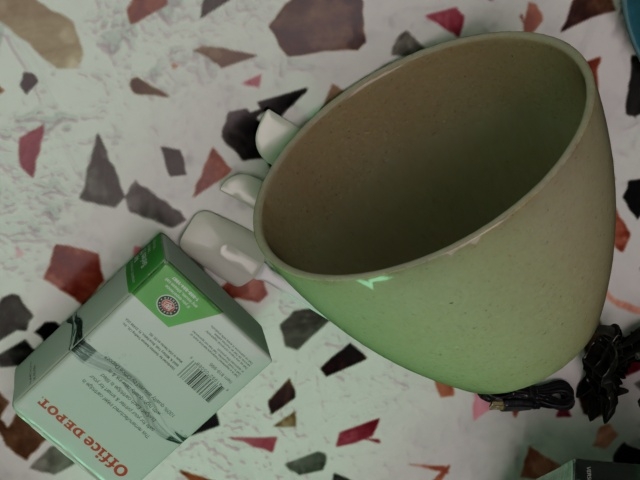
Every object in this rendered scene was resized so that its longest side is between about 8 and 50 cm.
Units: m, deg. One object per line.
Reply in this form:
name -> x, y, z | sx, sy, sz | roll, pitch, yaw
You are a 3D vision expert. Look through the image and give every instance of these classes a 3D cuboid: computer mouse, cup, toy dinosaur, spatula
computer mouse -> 0.218, 0.088, 1.687 | 0.106, 0.042, 0.193 | 0, 114, -6
cup -> 0.137, 0.001, 1.508 | 0.331, 0.331, 0.237 | -32, 122, 1
toy dinosaur -> 0.395, 0.125, 1.703 | 0.218, 0.164, 0.322 | -19, 92, -20
spatula -> 0.000, 0.000, 1.627 | 0.242, 0.019, 0.168 | 31, 94, -20

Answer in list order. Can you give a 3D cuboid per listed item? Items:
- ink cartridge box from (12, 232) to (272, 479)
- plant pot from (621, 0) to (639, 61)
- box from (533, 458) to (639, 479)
ink cartridge box -> -0.175, 0.121, 1.590 | 0.208, 0.087, 0.153 | -42, 111, 7
plant pot -> 0.466, -0.227, 1.525 | 0.255, 0.271, 0.272 | -40, 112, -13
box -> 0.363, 0.286, 1.690 | 0.322, 0.232, 0.058 | 6, 69, -13
